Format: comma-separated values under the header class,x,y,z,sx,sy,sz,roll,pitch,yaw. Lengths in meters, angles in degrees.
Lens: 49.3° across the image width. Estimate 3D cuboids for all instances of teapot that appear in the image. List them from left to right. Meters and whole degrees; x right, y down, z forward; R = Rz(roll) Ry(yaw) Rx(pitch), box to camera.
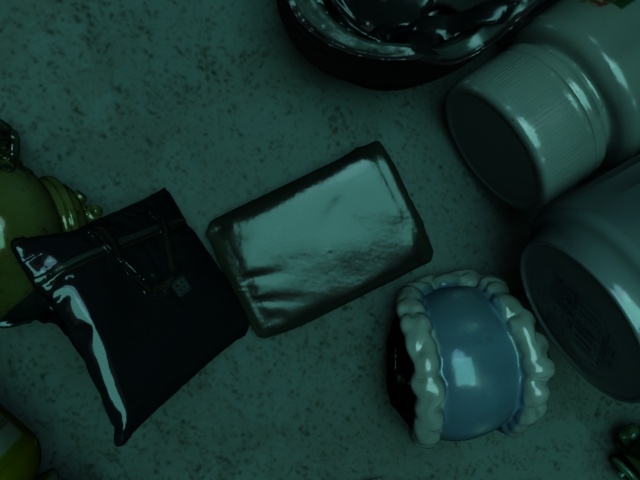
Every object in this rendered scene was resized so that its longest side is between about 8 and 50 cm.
class,x,y,z,sx,sy,sz,roll,pitch,yaw
teapot,-0.325,-0.020,0.746,0.182,0.173,0.270,-12,75,-42

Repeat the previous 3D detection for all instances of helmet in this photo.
class,x,y,z,sx,sy,sz,roll,pitch,yaw
helmet,0.100,-0.306,0.791,0.338,0.197,0.271,-37,90,-13

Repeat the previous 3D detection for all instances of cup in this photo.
class,x,y,z,sx,sy,sz,roll,pitch,yaw
cup,0.394,0.000,0.785,0.326,0.323,0.237,-30,103,-8

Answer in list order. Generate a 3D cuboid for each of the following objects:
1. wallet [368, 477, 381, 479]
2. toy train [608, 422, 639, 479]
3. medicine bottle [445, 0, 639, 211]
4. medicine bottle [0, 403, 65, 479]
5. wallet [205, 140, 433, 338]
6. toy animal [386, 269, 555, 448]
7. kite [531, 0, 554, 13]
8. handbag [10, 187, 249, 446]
class,x,y,z,sx,sy,sz,roll,pitch,yaw
wallet,0.068,0.395,0.876,0.095,0.033,0.190,-22,96,-11
toy train,0.470,0.325,0.901,0.083,0.132,0.200,-44,96,-6
medicine bottle,0.334,-0.198,0.830,0.339,0.208,0.208,-34,96,-8
medicine bottle,-0.395,0.252,0.691,0.384,0.224,0.224,45,83,-9
wallet,0.000,0.000,0.853,0.245,0.052,0.169,-25,95,-5
toy animal,0.180,0.147,0.834,0.204,0.156,0.208,-6,95,-7
kite,0.316,-0.327,0.871,0.310,0.169,0.015,-37,98,-22
handbag,-0.185,0.059,0.734,0.088,0.254,0.211,-24,96,27
